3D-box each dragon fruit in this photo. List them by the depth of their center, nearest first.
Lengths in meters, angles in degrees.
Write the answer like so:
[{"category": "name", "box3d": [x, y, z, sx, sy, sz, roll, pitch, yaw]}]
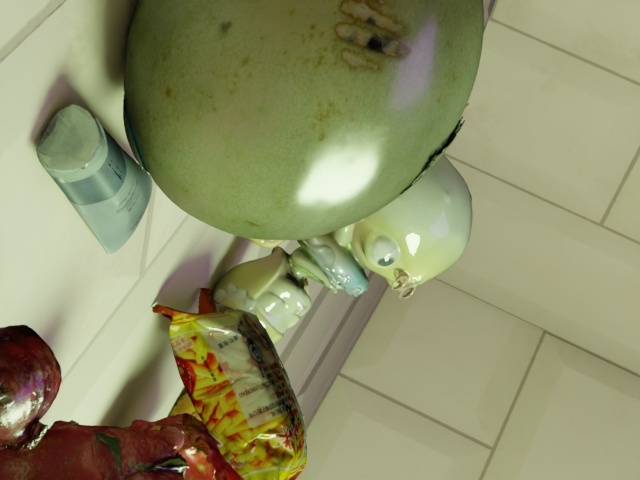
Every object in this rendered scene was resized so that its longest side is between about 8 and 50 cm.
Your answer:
[{"category": "dragon fruit", "box3d": [-0.226, 0.280, 1.191, 0.200, 0.198, 0.269, -2, 125, -31]}, {"category": "dragon fruit", "box3d": [-0.174, 0.309, 1.568, 0.268, 0.210, 0.205, 6, 65, -70]}]

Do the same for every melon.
[{"category": "melon", "box3d": [-0.015, -0.138, 1.022, 0.330, 0.268, 0.268, -61, 175, 39]}]

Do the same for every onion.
[{"category": "onion", "box3d": [-0.238, 0.113, 0.969, 0.107, 0.097, 0.107, -37, 168, -9]}]

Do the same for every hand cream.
[{"category": "hand cream", "box3d": [-0.174, -0.047, 1.066, 0.079, 0.048, 0.255, -58, 173, -9]}]

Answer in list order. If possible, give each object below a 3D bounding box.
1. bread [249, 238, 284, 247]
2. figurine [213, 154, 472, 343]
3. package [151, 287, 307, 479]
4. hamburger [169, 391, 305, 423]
[{"category": "bread", "box3d": [-0.011, -0.133, 1.646, 0.305, 0.091, 0.142, -61, -172, -24]}, {"category": "figurine", "box3d": [0.000, 0.000, 1.740, 0.394, 0.274, 0.226, -38, 148, 5]}, {"category": "package", "box3d": [-0.087, 0.181, 1.549, 0.108, 0.288, 0.223, -31, 176, 7]}, {"category": "hamburger", "box3d": [-0.124, 0.295, 1.853, 0.214, 0.213, 0.108, -61, 172, -22]}]
